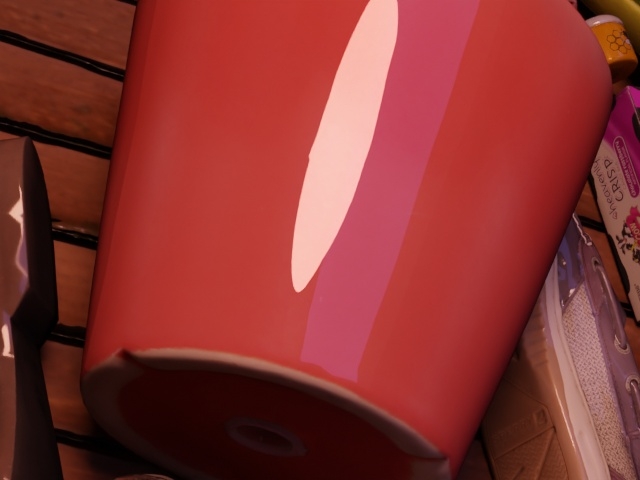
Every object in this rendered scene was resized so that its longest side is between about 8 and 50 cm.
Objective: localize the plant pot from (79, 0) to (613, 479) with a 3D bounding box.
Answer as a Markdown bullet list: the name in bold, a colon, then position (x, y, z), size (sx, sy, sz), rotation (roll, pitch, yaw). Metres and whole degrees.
- **plant pot**: position (0.000, 0.000, 0.858), size (0.275, 0.275, 0.243), rotation (25, 61, -18)

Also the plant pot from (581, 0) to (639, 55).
- **plant pot**: position (0.322, -0.234, 1.204), size (0.227, 0.207, 0.228), rotation (0, 36, -34)

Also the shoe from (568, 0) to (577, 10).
- **shoe**: position (0.112, -0.208, 1.174), size (0.178, 0.063, 0.081), rotation (10, 52, -33)

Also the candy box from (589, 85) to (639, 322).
- **candy box**: position (0.314, -0.021, 1.184), size (0.233, 0.071, 0.159), rotation (3, 60, -31)

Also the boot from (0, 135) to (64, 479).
- **boot**: position (-0.187, 0.099, 0.786), size (0.115, 0.112, 0.305), rotation (-6, 67, -2)

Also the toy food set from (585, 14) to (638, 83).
- **toy food set**: position (0.098, -0.148, 1.095), size (0.232, 0.111, 0.105), rotation (-4, 65, -32)

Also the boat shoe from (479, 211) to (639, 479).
- **boat shoe**: position (0.144, 0.054, 1.012), size (0.092, 0.103, 0.285), rotation (5, 63, -37)

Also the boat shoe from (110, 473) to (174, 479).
- **boat shoe**: position (-0.075, 0.222, 0.740), size (0.095, 0.095, 0.258), rotation (-13, 63, 3)
